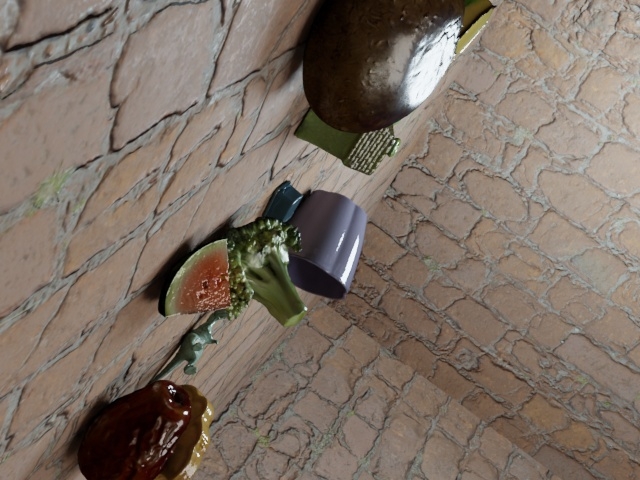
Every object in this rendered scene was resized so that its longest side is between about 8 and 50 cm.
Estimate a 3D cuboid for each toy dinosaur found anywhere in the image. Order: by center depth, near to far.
[{"bbox_3d":[-0.340,0.299,1.941,0.383,0.076,0.129,-44,-166,-18],"label":"toy dinosaur"}]

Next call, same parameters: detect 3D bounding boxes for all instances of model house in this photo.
[{"bbox_3d":[0.087,-0.255,1.705,0.195,0.189,0.214,-54,172,17],"label":"model house"}]

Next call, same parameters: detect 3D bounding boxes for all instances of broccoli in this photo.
[{"bbox_3d":[-0.120,0.074,1.667,0.247,0.243,0.263,-39,164,-10],"label":"broccoli"}]

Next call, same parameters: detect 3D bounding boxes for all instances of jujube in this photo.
[{"bbox_3d":[-0.402,0.428,1.705,0.290,0.197,0.197,-45,175,16],"label":"jujube"}]

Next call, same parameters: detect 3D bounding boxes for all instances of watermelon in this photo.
[{"bbox_3d":[-0.251,0.084,1.529,0.193,0.137,0.145,-51,-153,-21],"label":"watermelon"}]

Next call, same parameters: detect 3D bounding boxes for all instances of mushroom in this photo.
[{"bbox_3d":[0.118,-0.355,1.379,0.345,0.239,0.345,13,90,-70],"label":"mushroom"}]

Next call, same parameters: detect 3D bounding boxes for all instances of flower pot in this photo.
[{"bbox_3d":[0.000,0.000,2.193,0.265,0.265,0.243,106,7,-69],"label":"flower pot"}]

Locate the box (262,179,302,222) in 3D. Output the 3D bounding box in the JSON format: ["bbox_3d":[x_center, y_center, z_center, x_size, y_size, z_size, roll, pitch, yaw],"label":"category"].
[{"bbox_3d":[-0.088,-0.086,1.870,0.074,0.054,0.099,-41,166,-51],"label":"box"}]

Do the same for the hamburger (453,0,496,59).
[{"bbox_3d":[0.311,-0.544,1.935,0.237,0.149,0.237,-45,174,-6],"label":"hamburger"}]

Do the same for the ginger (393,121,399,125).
[{"bbox_3d":[0.228,-0.422,2.217,0.290,0.089,0.137,114,-5,-77],"label":"ginger"}]

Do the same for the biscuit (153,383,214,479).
[{"bbox_3d":[-0.389,0.489,1.861,0.312,0.057,0.351,-30,-148,21],"label":"biscuit"}]
